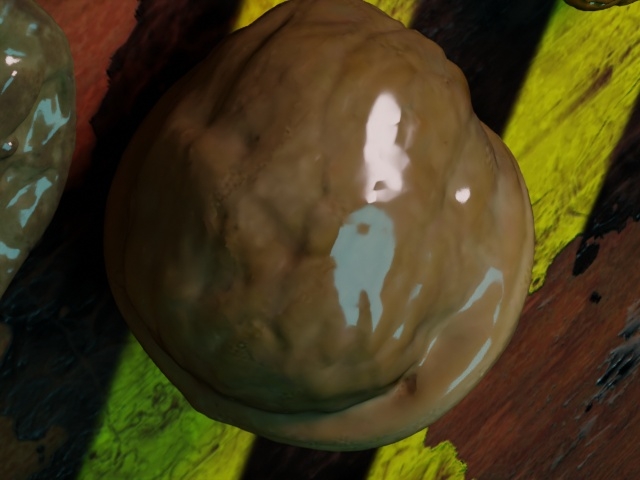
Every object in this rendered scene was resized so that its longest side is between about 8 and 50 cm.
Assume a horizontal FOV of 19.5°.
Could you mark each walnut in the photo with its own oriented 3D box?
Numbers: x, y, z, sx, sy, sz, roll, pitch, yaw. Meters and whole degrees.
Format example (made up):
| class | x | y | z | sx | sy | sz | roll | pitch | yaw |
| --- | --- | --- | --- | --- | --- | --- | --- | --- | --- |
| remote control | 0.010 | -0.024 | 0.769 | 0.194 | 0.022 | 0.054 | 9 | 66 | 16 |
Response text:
| class | x | y | z | sx | sy | sz | roll | pitch | yaw |
| --- | --- | --- | --- | --- | --- | --- | --- | --- | --- |
| walnut | 0.000 | 0.000 | 1.213 | 0.285 | 0.285 | 0.296 | -51 | 165 | -8 |

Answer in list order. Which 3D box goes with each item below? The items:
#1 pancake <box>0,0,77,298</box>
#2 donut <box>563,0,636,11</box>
| class | x | y | z | sx | sy | sz | roll | pitch | yaw |
| --- | --- | --- | --- | --- | --- | --- | --- | --- | --- |
| pancake | -0.263 | -0.028 | 1.063 | 0.294 | 0.049 | 0.294 | -33 | 138 | -35 |
| donut | 0.220 | -0.280 | 1.384 | 0.226 | 0.114 | 0.226 | -30 | 136 | -34 |
